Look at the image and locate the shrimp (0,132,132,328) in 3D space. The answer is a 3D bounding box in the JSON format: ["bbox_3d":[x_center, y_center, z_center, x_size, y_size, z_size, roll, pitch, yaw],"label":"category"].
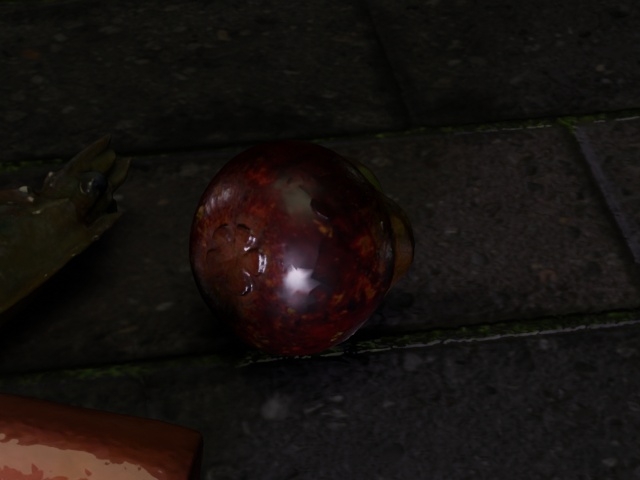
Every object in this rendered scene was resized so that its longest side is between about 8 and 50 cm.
[{"bbox_3d":[-0.266,0.010,1.384,0.168,0.077,0.317,28,48,33],"label":"shrimp"}]

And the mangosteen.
[{"bbox_3d":[-0.003,-0.007,1.354,0.181,0.145,0.156,-30,45,-34],"label":"mangosteen"}]

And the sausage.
[{"bbox_3d":[-0.203,0.143,1.187,0.259,0.113,0.113,9,39,8],"label":"sausage"}]
